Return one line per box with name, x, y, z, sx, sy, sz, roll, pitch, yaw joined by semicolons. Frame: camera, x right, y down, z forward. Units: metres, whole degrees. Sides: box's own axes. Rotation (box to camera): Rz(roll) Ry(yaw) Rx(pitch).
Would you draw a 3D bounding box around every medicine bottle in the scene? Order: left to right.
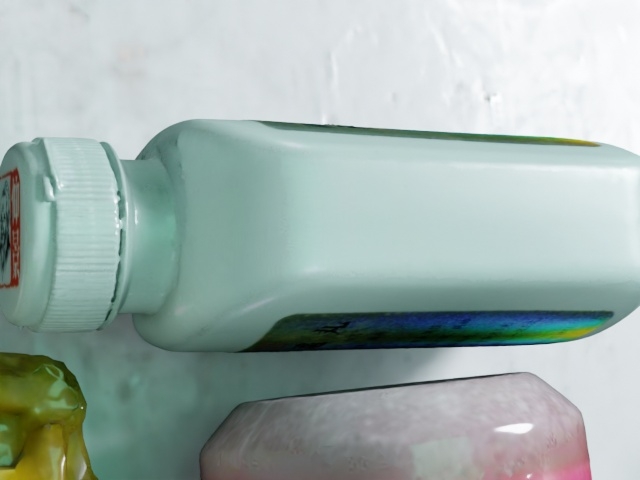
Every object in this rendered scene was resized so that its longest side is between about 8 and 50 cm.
medicine bottle;0.000;0.000;0.488;0.229;0.121;0.083;0;83;-25
medicine bottle;0.036;0.174;0.468;0.147;0.147;0.247;-3;83;-26

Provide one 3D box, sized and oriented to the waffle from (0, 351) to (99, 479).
waffle;-0.165;0.147;0.415;0.291;0.051;0.291;8;74;-28
